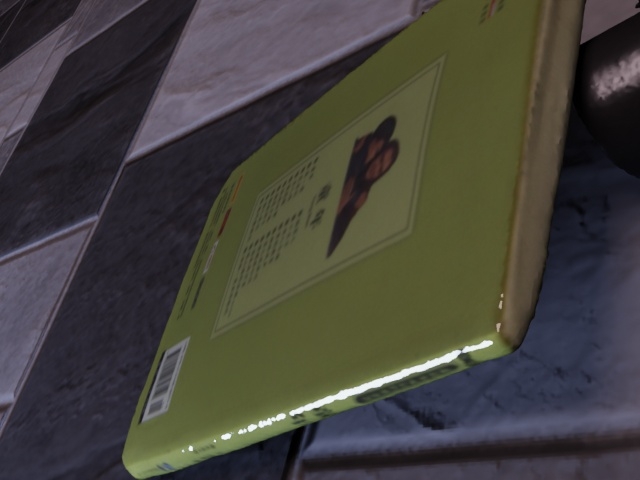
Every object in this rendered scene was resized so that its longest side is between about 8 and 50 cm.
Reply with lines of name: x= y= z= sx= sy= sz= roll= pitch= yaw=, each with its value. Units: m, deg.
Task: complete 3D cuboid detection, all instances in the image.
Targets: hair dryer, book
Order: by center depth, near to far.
hair dryer: x=0.193 y=-0.139 z=0.449 sx=0.114 sy=0.070 sz=0.248 roll=-27 pitch=31 yaw=35
book: x=0.000 y=0.000 z=0.501 sx=0.352 sy=0.035 sz=0.239 roll=-30 pitch=35 yaw=50
